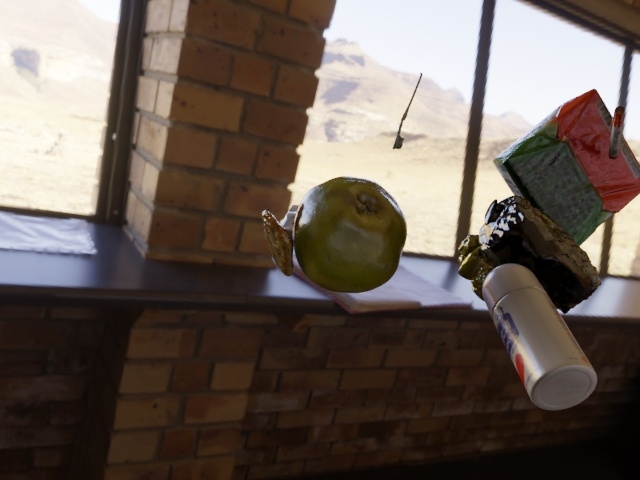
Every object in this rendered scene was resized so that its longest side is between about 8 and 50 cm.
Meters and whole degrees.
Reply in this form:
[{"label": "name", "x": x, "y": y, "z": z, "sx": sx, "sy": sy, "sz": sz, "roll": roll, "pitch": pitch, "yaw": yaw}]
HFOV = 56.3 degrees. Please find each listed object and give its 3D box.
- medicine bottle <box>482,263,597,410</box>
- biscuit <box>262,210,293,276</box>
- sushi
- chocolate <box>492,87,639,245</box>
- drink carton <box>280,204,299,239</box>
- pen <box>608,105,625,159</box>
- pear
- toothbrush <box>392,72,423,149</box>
[{"label": "medicine bottle", "x": 0.437, "y": 0.178, "z": 1.246, "sx": 0.130, "sy": 0.130, "sz": 0.341, "roll": 11, "pitch": 34, "yaw": -13}, {"label": "biscuit", "x": -0.103, "y": 0.011, "z": 1.436, "sx": 0.118, "sy": 0.029, "sz": 0.247, "roll": 50, "pitch": -16, "yaw": 18}, {"label": "sushi", "x": 0.526, "y": 0.079, "z": 1.564, "sx": 0.328, "sy": 0.285, "sz": 0.329, "roll": 38, "pitch": 22, "yaw": -14}, {"label": "chocolate", "x": 0.736, "y": -0.203, "z": 1.781, "sx": 0.360, "sy": 0.341, "sz": 0.161, "roll": 52, "pitch": -2, "yaw": -15}, {"label": "drink carton", "x": -0.001, "y": -0.001, "z": 1.727, "sx": 0.134, "sy": 0.102, "sz": 0.222, "roll": 9, "pitch": -29, "yaw": 46}, {"label": "pen", "x": 0.782, "y": -0.281, "z": 1.581, "sx": 0.028, "sy": 0.028, "sz": 0.239, "roll": 19, "pitch": -13, "yaw": 28}, {"label": "pear", "x": 0.063, "y": 0.003, "z": 1.480, "sx": 0.287, "sy": 0.375, "sz": 0.288, "roll": 5, "pitch": 57, "yaw": -8}, {"label": "toothbrush", "x": 0.270, "y": -0.402, "z": 1.842, "sx": 0.028, "sy": 0.294, "sz": 0.026, "roll": 18, "pitch": -20, "yaw": -1}]
